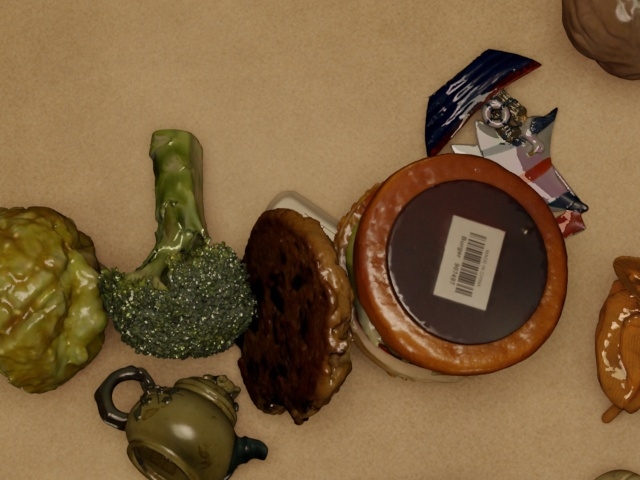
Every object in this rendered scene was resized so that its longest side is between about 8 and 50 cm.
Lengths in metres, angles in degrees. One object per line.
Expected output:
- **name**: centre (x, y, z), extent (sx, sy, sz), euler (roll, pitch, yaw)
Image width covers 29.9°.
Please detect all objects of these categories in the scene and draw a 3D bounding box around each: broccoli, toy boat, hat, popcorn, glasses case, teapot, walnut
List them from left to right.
- **popcorn**: centre (-0.433, 0.083, 1.776), extent (0.282, 0.282, 0.247), euler (43, 87, 9)
- **broccoli**: centre (-0.208, -0.006, 1.781), extent (0.221, 0.252, 0.361), euler (-11, 80, 8)
- **teapot**: centre (-0.204, 0.268, 1.800), extent (0.269, 0.173, 0.182), euler (31, 57, 7)
- **glasses case**: centre (0.000, 0.000, 1.866), extent (0.196, 0.050, 0.083), euler (34, 84, 8)
- **toy boat**: centre (0.278, -0.138, 1.868), extent (0.219, 0.072, 0.318), euler (-16, 91, -1)
- **walnut**: centre (0.485, -0.360, 1.790), extent (0.227, 0.273, 0.273), euler (-9, 80, 35)
- **hat**: centre (0.487, 0.183, 1.773), extent (0.233, 0.244, 0.233), euler (49, 121, 37)

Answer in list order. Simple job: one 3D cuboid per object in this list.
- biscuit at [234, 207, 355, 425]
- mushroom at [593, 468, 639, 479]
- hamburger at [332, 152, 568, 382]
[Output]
- **biscuit**: centre (-0.036, 0.113, 1.736), extent (0.081, 0.334, 0.289), euler (-8, 58, -30)
- **mushroom**: centre (0.443, 0.406, 1.745), extent (0.148, 0.112, 0.148), euler (-18, 55, 28)
- **hamburger**: centre (0.179, 0.045, 1.729), extent (0.330, 0.250, 0.330), euler (2, 77, -9)
